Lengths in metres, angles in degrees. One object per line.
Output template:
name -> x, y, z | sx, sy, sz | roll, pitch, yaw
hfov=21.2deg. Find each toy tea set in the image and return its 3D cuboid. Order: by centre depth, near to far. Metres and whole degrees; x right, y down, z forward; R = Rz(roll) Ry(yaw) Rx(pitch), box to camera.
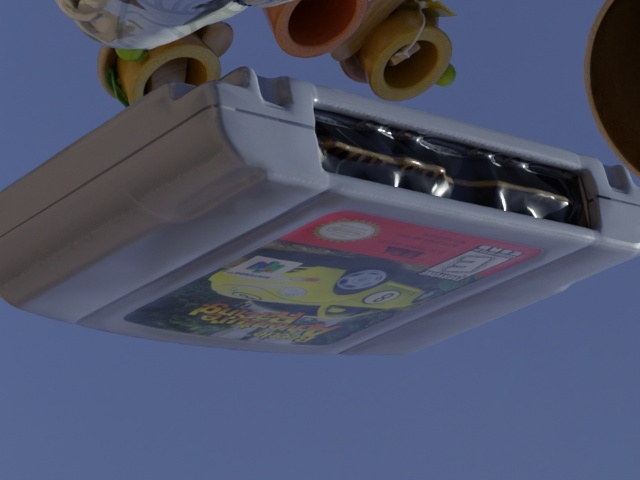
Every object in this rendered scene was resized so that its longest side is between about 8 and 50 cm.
toy tea set -> -0.028, -0.113, 1.186 | 0.200, 0.336, 0.124 | -46, -128, 16

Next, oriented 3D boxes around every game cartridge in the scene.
game cartridge -> 0.000, 0.000, 0.814 | 0.196, 0.294, 0.060 | -22, -113, 43

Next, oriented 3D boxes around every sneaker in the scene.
sneaker -> -0.082, -0.139, 0.807 | 0.110, 0.118, 0.292 | 64, 10, 5

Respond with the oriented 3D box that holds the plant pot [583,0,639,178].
plant pot -> 0.365, -0.184, 1.423 | 0.237, 0.254, 0.237 | 12, -54, 18
